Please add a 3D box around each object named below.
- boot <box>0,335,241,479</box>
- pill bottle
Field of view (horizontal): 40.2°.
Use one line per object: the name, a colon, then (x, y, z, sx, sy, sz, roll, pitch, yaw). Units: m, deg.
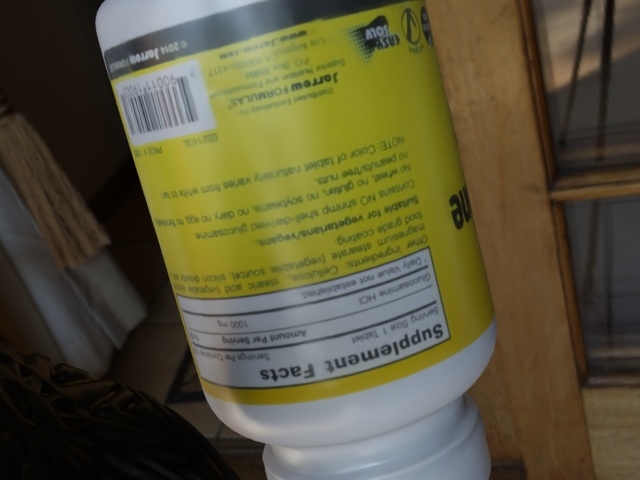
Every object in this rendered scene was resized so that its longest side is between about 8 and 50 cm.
boot: (-0.201, 0.162, 0.350, 0.260, 0.348, 0.131, -47, 51, 2)
pill bottle: (0.000, 0.000, 0.532, 0.188, 0.333, 0.188, -14, 12, 3)
